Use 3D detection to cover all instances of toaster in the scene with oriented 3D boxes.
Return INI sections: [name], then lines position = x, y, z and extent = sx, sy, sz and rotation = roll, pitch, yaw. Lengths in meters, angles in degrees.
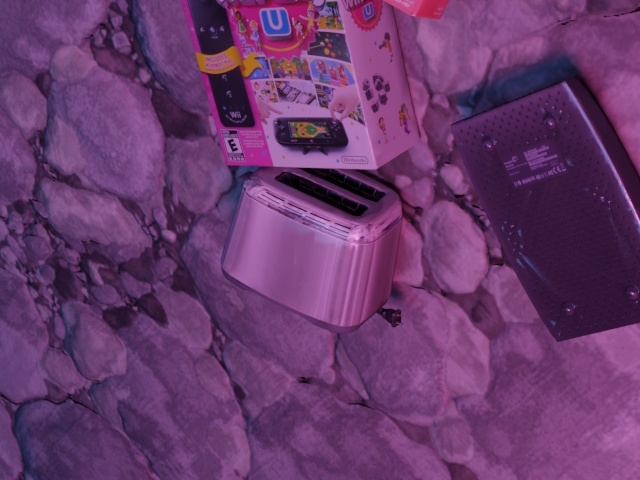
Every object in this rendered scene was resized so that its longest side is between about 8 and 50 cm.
[toaster]
position = 0.000, 0.000, 1.794
extent = 0.227, 0.129, 0.146
rotation = 26, 128, 22

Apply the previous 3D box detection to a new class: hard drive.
[hard drive]
position = 0.251, -0.031, 1.608
extent = 0.172, 0.054, 0.255
rotation = -19, 101, 46

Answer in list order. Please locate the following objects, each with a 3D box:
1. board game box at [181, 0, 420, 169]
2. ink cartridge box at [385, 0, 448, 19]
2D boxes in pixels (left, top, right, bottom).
[board game box]
position = -0.033, -0.233, 1.710
extent = 0.224, 0.097, 0.303
rotation = 3, 116, 39
[ink cartridge box]
position = 0.099, -0.325, 1.530
extent = 0.115, 0.067, 0.198
rotation = 33, 108, 22
